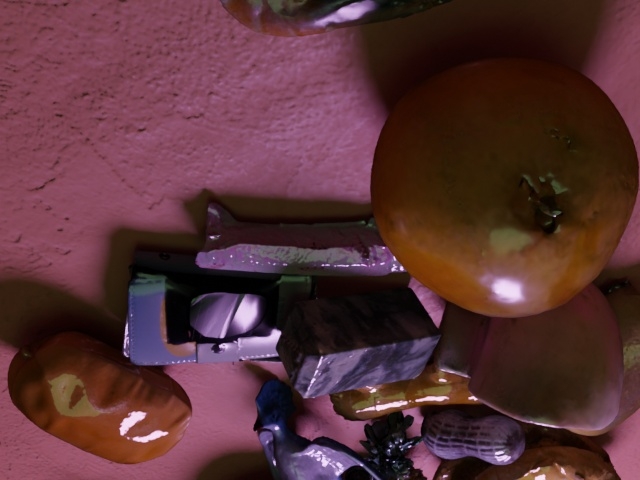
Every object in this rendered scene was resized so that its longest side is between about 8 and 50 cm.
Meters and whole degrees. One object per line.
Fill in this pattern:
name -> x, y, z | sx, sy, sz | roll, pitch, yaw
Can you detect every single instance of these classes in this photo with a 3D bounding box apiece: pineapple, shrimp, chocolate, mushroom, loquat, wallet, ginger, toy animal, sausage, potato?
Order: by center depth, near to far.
shrimp -> 0.024, -0.253, 0.779 | 0.251, 0.052, 0.143 | -5, 129, -2
loquat -> 0.179, -0.057, 0.859 | 0.263, 0.263, 0.263 | -4, 132, -4
mushroom -> 0.260, 0.116, 1.032 | 0.236, 0.173, 0.162 | 14, 100, 11
wallet -> -0.122, 0.091, 1.057 | 0.231, 0.069, 0.170 | 4, 126, -12
sausage -> -0.280, 0.198, 1.096 | 0.241, 0.120, 0.136 | 31, 107, -29
potato -> 0.368, 0.182, 1.159 | 0.138, 0.098, 0.243 | -17, 133, -12
ginger -> 0.156, 0.202, 1.193 | 0.299, 0.065, 0.118 | 1, 139, -12
toy animal -> -0.010, 0.311, 1.211 | 0.239, 0.176, 0.255 | 1, 155, 47
chocolate -> 0.213, 0.278, 1.227 | 0.167, 0.072, 0.072 | -3, 142, 41
pineapple -> 0.119, 0.347, 1.278 | 0.103, 0.083, 0.221 | -39, 133, -25

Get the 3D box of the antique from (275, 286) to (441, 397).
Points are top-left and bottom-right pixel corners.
antique -> 0.041, 0.124, 1.056 | 0.183, 0.086, 0.088 | -5, 136, -28

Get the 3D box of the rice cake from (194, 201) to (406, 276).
rice cake -> 0.001, 0.002, 1.004 | 0.290, 0.051, 0.081 | 3, 123, -10

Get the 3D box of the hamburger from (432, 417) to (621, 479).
hamburger -> 0.321, 0.382, 1.323 | 0.259, 0.144, 0.283 | -34, 123, 16

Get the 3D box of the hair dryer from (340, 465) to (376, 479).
hair dryer -> -0.001, 0.406, 1.359 | 0.181, 0.064, 0.117 | -1, 132, 1
